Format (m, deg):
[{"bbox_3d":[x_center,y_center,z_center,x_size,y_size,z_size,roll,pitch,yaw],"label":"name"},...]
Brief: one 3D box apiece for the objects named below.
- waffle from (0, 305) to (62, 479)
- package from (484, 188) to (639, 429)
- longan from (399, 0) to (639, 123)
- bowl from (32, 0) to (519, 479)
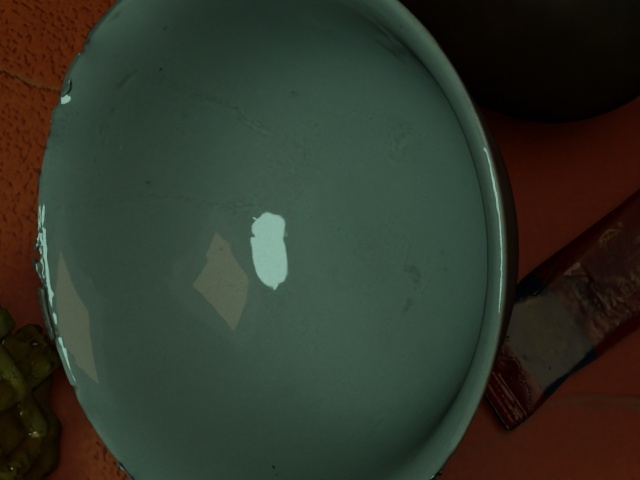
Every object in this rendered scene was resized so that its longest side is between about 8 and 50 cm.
[{"bbox_3d":[-0.248,0.135,0.800,0.051,0.291,0.291,-11,72,38],"label":"waffle"},{"bbox_3d":[0.179,0.038,0.941,0.200,0.022,0.083,-34,80,-12],"label":"package"},{"bbox_3d":[0.146,-0.173,0.910,0.212,0.198,0.198,-5,76,-4],"label":"longan"},{"bbox_3d":[0.000,0.000,0.844,0.157,0.345,0.345,-8,71,-51],"label":"bowl"}]
